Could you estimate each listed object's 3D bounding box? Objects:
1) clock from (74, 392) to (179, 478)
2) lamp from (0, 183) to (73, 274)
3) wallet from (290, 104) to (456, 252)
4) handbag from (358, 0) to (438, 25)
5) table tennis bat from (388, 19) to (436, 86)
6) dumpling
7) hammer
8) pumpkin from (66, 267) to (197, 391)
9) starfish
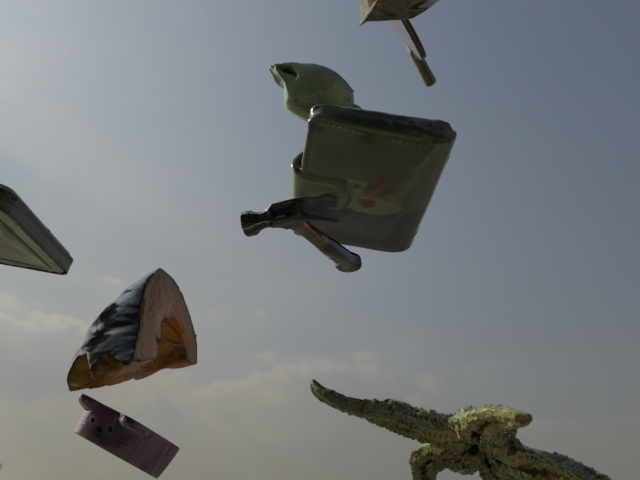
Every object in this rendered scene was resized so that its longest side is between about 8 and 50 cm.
[{"bbox_3d":[-0.279,0.270,0.929,0.153,0.050,0.110,14,-27,31],"label":"clock"},{"bbox_3d":[-0.552,-0.026,1.042,0.269,0.047,0.266,10,-25,6],"label":"lamp"},{"bbox_3d":[0.072,-0.093,1.162,0.252,0.083,0.360,7,-31,-1],"label":"wallet"},{"bbox_3d":[0.145,-0.365,0.802,0.117,0.270,0.182,43,-25,-7],"label":"handbag"},{"bbox_3d":[0.134,-0.329,1.066,0.022,0.138,0.246,-35,-36,9],"label":"table tennis bat"},{"bbox_3d":[-0.012,-0.270,1.319,0.219,0.108,0.152,33,-29,5],"label":"dumpling"},{"bbox_3d":[0.000,0.001,0.907,0.111,0.033,0.288,-15,-19,14],"label":"hammer"},{"bbox_3d":[-0.274,0.122,0.938,0.130,0.149,0.254,-13,-11,7],"label":"pumpkin"},{"bbox_3d":[0.181,0.240,0.717,0.358,0.078,0.347,4,-44,40],"label":"starfish"}]
